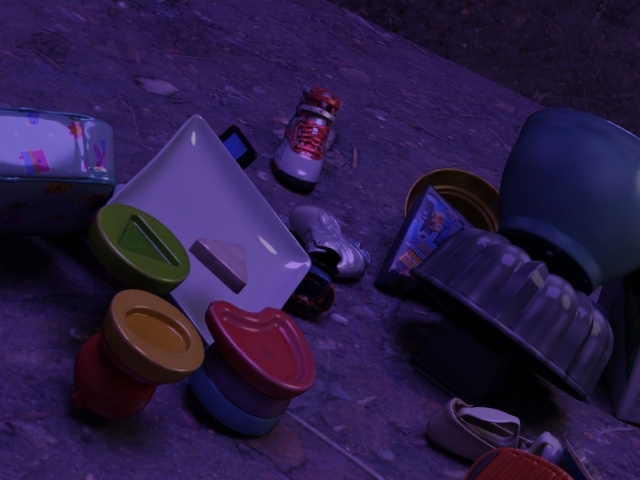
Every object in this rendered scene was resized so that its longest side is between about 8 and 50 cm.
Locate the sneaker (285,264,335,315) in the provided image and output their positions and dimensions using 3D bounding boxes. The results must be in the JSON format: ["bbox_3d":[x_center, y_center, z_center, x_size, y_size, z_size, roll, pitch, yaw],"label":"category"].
[{"bbox_3d":[-0.080,0.041,1.860,0.221,0.083,0.087,31,10,0],"label":"sneaker"}]

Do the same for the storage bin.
[{"bbox_3d":[0.217,0.171,1.835,0.135,0.091,0.098,37,25,27],"label":"storage bin"}]

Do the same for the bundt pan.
[{"bbox_3d":[0.298,0.096,1.868,0.331,0.124,0.331,38,-2,1],"label":"bundt pan"}]

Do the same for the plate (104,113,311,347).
[{"bbox_3d":[-0.152,0.004,1.683,0.277,0.045,0.278,53,36,-15],"label":"plate"}]

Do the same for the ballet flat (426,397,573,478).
[{"bbox_3d":[0.262,0.277,1.655,0.248,0.086,0.086,24,22,-2],"label":"ballet flat"}]

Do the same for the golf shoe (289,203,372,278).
[{"bbox_3d":[0.000,0.000,2.034,0.176,0.069,0.086,37,31,30],"label":"golf shoe"}]

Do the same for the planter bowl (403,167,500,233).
[{"bbox_3d":[0.230,-0.013,2.215,0.217,0.090,0.217,9,61,-17],"label":"planter bowl"}]

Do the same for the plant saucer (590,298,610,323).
[{"bbox_3d":[0.391,0.134,2.129,0.195,0.037,0.195,4,23,-2],"label":"plant saucer"}]

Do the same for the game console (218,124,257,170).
[{"bbox_3d":[-0.185,-0.158,2.192,0.071,0.107,0.122,44,7,-40],"label":"game console"}]

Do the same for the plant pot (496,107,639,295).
[{"bbox_3d":[0.394,-0.035,1.955,0.293,0.196,0.293,32,-18,11],"label":"plant pot"}]

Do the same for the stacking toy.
[{"bbox_3d":[-0.176,0.110,1.508,0.309,0.130,0.279,19,31,-41],"label":"stacking toy"}]

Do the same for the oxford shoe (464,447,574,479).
[{"bbox_3d":[0.301,0.376,1.474,0.133,0.130,0.364,49,-5,-40],"label":"oxford shoe"}]

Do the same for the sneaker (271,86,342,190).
[{"bbox_3d":[-0.022,-0.202,2.355,0.090,0.145,0.270,22,22,-7],"label":"sneaker"}]

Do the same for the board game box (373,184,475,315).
[{"bbox_3d":[0.188,0.038,2.078,0.194,0.060,0.194,44,55,1],"label":"board game box"}]

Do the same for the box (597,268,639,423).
[{"bbox_3d":[0.519,0.123,2.070,0.058,0.232,0.322,11,22,-2],"label":"box"}]

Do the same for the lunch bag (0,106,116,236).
[{"bbox_3d":[-0.400,-0.075,1.569,0.279,0.224,0.108,2,67,-32],"label":"lunch bag"}]

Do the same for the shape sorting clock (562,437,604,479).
[{"bbox_3d":[0.370,0.335,1.581,0.206,0.040,0.206,53,10,-13],"label":"shape sorting clock"}]

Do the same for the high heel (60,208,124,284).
[{"bbox_3d":[-0.330,-0.049,1.725,0.244,0.117,0.082,39,26,32],"label":"high heel"}]

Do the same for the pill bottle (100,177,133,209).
[{"bbox_3d":[-0.272,-0.051,1.844,0.078,0.078,0.137,29,23,11],"label":"pill bottle"}]
